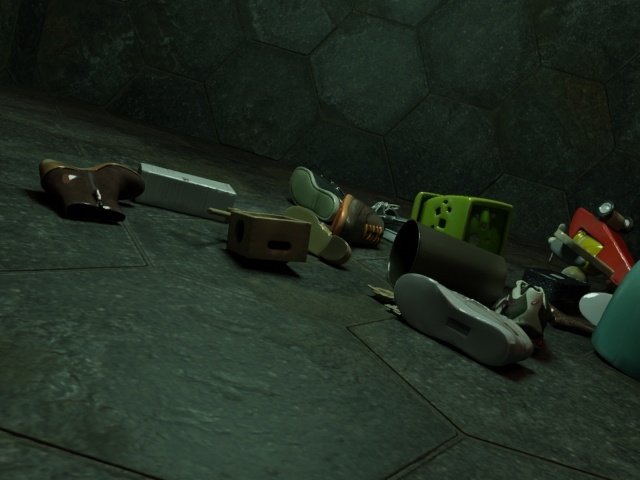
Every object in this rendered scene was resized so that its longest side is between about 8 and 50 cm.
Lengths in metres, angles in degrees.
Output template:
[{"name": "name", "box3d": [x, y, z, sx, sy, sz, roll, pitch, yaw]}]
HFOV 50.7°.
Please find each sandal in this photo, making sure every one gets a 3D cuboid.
[{"name": "sandal", "box3d": [-0.005, 0.005, 1.615, 0.240, 0.088, 0.079, 36, -11, 42]}]

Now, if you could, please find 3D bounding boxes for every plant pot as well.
[{"name": "plant pot", "box3d": [0.364, -0.016, 1.843, 0.227, 0.228, 0.207, 5, 10, -45]}, {"name": "plant pot", "box3d": [0.743, 0.151, 1.385, 0.293, 0.235, 0.293, 11, 20, -4]}]

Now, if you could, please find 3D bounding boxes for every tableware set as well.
[{"name": "tableware set", "box3d": [0.181, 0.127, 1.345, 0.168, 0.020, 0.141, 9, 13, -36]}]

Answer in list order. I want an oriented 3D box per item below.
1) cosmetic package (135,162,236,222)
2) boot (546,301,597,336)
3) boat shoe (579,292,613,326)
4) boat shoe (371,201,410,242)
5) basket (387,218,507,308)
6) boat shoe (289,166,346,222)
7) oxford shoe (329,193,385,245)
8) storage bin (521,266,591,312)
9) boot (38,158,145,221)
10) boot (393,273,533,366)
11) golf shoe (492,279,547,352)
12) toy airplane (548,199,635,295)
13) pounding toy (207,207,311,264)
[{"name": "cosmetic package", "box3d": [-0.331, -0.117, 1.646, 0.231, 0.085, 0.117, 11, 12, -20]}, {"name": "boot", "box3d": [0.600, 0.191, 1.616, 0.114, 0.037, 0.106, 13, 24, -3]}, {"name": "boat shoe", "box3d": [0.753, 0.210, 1.621, 0.267, 0.096, 0.088, 20, -18, 24]}, {"name": "boat shoe", "box3d": [0.206, -0.069, 2.168, 0.113, 0.105, 0.306, 9, 13, -36]}, {"name": "basket", "box3d": [0.287, 0.062, 1.519, 0.227, 0.154, 0.204, 18, 12, -10]}, {"name": "boat shoe", "box3d": [0.007, -0.146, 2.210, 0.113, 0.127, 0.340, 11, 13, -32]}, {"name": "oxford shoe", "box3d": [0.113, -0.047, 1.870, 0.132, 0.130, 0.363, 26, 13, 8]}, {"name": "storage bin", "box3d": [0.635, 0.135, 1.839, 0.180, 0.084, 0.122, 8, 14, -43]}, {"name": "boot", "box3d": [-0.445, -0.088, 1.397, 0.248, 0.090, 0.207, 8, 25, -45]}, {"name": "boot", "box3d": [0.256, 0.146, 1.219, 0.258, 0.095, 0.123, 36, 14, 37]}, {"name": "golf shoe", "box3d": [0.423, 0.141, 1.390, 0.105, 0.120, 0.273, 16, 9, 7]}, {"name": "toy airplane", "box3d": [0.873, 0.094, 2.088, 0.386, 0.272, 0.384, 55, 31, 7]}, {"name": "pounding toy", "box3d": [-0.149, -0.011, 1.384, 0.181, 0.094, 0.206, 5, 5, -28]}]
